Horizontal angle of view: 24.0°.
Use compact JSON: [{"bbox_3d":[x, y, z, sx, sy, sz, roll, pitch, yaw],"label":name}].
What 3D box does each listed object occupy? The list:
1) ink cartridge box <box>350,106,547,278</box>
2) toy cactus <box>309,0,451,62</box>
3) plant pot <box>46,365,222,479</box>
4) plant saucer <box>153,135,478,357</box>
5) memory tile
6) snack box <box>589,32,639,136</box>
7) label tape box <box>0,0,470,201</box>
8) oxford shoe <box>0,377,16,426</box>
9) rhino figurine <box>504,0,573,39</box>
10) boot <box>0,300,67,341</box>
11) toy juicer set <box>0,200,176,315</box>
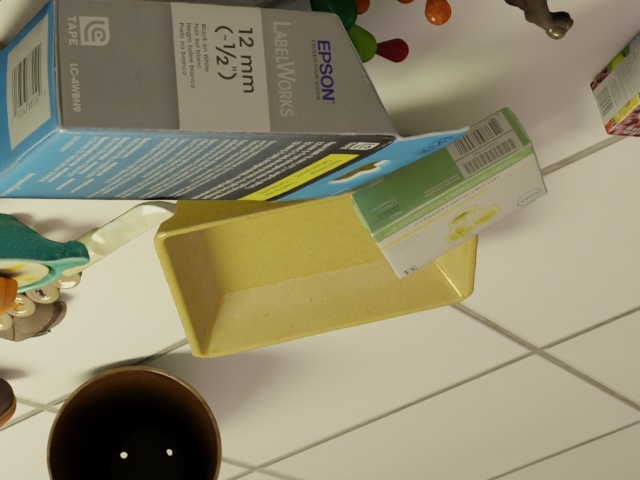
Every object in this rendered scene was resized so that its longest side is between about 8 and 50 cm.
[{"bbox_3d":[0.137,-0.024,1.472,0.171,0.056,0.235,-30,153,3],"label":"ink cartridge box"},{"bbox_3d":[0.021,-0.206,1.217,0.180,0.112,0.219,2,161,-9],"label":"toy cactus"},{"bbox_3d":[-0.232,0.286,1.965,0.215,0.215,0.230,-12,168,-4],"label":"plant pot"},{"bbox_3d":[0.000,0.000,1.620,0.332,0.081,0.333,-12,154,-2],"label":"plant saucer"},{"bbox_3d":[-0.329,0.039,1.562,0.148,0.012,0.113,-31,125,30],"label":"memory tile"},{"bbox_3d":[0.395,-0.178,1.472,0.174,0.070,0.207,2,148,-28],"label":"snack box"},{"bbox_3d":[-0.089,-0.108,1.255,0.347,0.115,0.249,-2,171,-27],"label":"label tape box"},{"bbox_3d":[-0.461,0.181,1.740,0.271,0.097,0.098,-4,128,-46],"label":"oxford shoe"},{"bbox_3d":[0.227,-0.266,1.209,0.106,0.073,0.243,22,136,-28],"label":"rhino figurine"},{"bbox_3d":[-0.319,0.075,1.664,0.087,0.042,0.118,1,151,-41],"label":"boot"},{"bbox_3d":[-0.306,0.036,1.371,0.329,0.089,0.209,-5,165,-18],"label":"toy juicer set"}]
